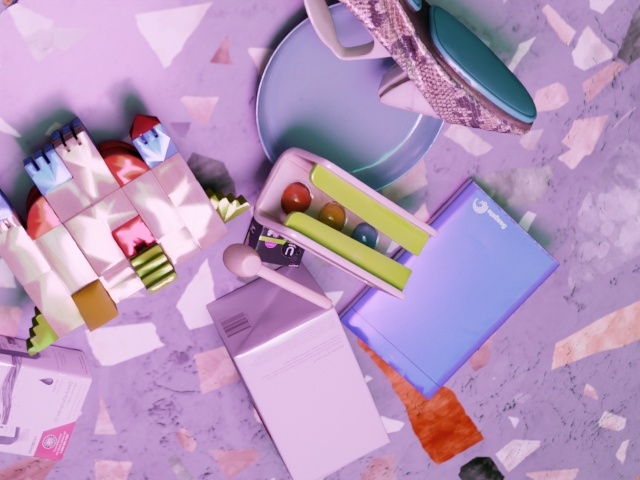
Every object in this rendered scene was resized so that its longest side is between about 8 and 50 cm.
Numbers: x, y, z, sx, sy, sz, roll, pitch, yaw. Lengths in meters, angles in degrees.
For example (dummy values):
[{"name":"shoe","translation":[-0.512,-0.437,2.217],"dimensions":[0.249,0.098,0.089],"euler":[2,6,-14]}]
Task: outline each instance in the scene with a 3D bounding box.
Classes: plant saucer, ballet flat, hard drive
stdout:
[{"name":"plant saucer","translation":[0.048,-0.218,1.939],"dimensions":[0.318,0.043,0.317],"euler":[-9,117,-17]},{"name":"ballet flat","translation":[0.109,-0.299,1.824],"dimensions":[0.182,0.164,0.483],"euler":[-31,121,27]},{"name":"hard drive","translation":[0.215,0.083,2.119],"dimensions":[0.210,0.040,0.318],"euler":[42,95,-11]}]

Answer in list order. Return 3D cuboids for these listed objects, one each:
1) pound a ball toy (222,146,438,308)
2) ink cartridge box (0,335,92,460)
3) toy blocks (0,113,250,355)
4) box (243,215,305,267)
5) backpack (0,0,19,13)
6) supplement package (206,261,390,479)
[{"name":"pound a ball toy","translation":[0.000,0.000,1.919],"dimensions":[0.319,0.136,0.208],"euler":[29,87,-39]},{"name":"ink cartridge box","translation":[-0.478,0.234,1.926],"dimensions":[0.218,0.092,0.158],"euler":[15,108,-25]},{"name":"toy blocks","translation":[-0.323,-0.051,1.815],"dimensions":[0.381,0.191,0.261],"euler":[-32,111,-4]},{"name":"box","translation":[-0.070,0.000,1.995],"dimensions":[0.083,0.052,0.062],"euler":[10,110,-27]},{"name":"backpack","translation":[-0.459,-0.340,1.635],"dimensions":[0.182,0.115,0.152],"euler":[-46,125,8]},{"name":"supplement package","translation":[-0.035,0.216,2.042],"dimensions":[0.175,0.177,0.293],"euler":[-27,121,-7]}]
